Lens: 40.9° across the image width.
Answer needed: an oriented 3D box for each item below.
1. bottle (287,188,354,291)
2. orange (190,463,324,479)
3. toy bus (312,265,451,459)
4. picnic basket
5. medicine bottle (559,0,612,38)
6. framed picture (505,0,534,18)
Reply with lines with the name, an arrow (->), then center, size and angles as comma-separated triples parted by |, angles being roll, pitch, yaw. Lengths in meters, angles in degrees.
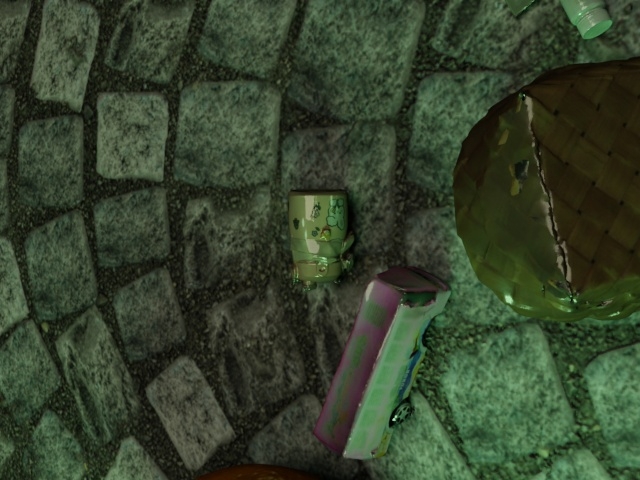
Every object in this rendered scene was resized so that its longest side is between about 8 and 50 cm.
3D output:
bottle -> -0.001, 0.000, 1.278 | 0.099, 0.099, 0.152 | 2, 97, 33
orange -> -0.098, 0.525, 1.185 | 0.423, 0.326, 0.424 | -1, 87, 32
toy bus -> 0.086, 0.172, 1.205 | 0.090, 0.112, 0.274 | 28, 104, 38
picnic basket -> 0.293, -0.051, 1.005 | 0.337, 0.337, 0.293 | -14, 88, 32
medicine bottle -> 0.332, -0.301, 1.087 | 0.047, 0.047, 0.083 | -31, 73, 29
framed picture -> 0.305, -0.466, 1.091 | 0.293, 0.018, 0.231 | -38, 69, 41
